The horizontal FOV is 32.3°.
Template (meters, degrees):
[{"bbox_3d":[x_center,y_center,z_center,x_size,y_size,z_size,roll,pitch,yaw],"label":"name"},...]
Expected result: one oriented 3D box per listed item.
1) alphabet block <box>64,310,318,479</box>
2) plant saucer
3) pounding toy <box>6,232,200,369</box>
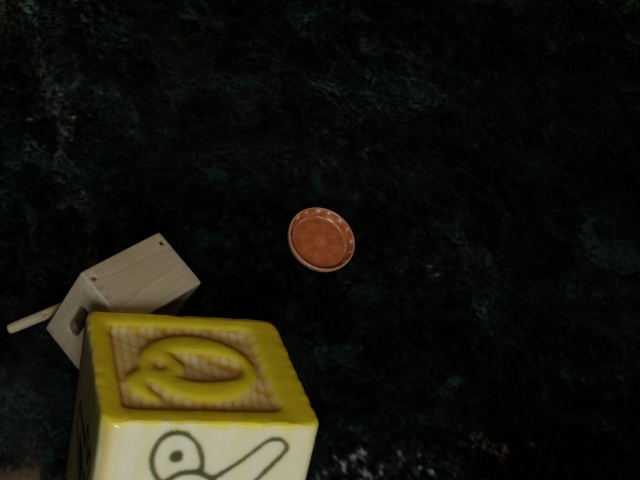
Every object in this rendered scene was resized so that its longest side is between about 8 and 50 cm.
[{"bbox_3d":[-0.128,0.198,1.017,0.192,0.197,0.193,5,23,-21],"label":"alphabet block"},{"bbox_3d":[0.000,0.000,1.321,0.083,0.013,0.083,9,62,-17],"label":"plant saucer"},{"bbox_3d":[-0.225,0.068,1.140,0.100,0.141,0.130,50,43,8],"label":"pounding toy"}]
